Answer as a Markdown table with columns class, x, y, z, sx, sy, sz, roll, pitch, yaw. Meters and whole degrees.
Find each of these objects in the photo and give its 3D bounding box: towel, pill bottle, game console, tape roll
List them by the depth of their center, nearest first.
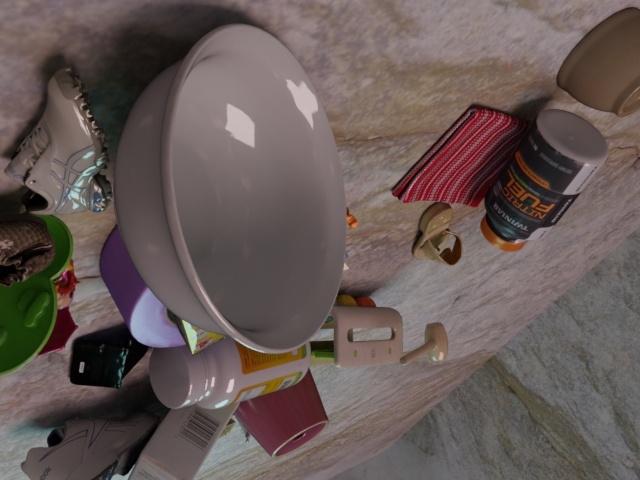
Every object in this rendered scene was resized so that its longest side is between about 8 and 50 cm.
| class | x | y | z | sx | sy | sz | roll | pitch | yaw |
| --- | --- | --- | --- | --- | --- | --- | --- | --- | --- |
| tape roll | -0.128 | 0.018 | 0.937 | 0.274 | 0.090 | 0.275 | -28 | 157 | -13 |
| game console | -0.297 | 0.154 | 1.075 | 0.107 | 0.071 | 0.122 | 8 | 141 | -16 |
| pill bottle | -0.143 | 0.189 | 1.191 | 0.245 | 0.136 | 0.136 | -6 | 144 | -49 |
| towel | 0.254 | -0.129 | 1.244 | 0.274 | 0.031 | 0.199 | 0 | 139 | -53 |
| pill bottle | 0.360 | -0.089 | 1.257 | 0.130 | 0.130 | 0.246 | -18 | 148 | -34 |

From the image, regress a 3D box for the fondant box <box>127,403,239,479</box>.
| class | x | y | z | sx | sy | sz | roll | pitch | yaw |
| --- | --- | --- | --- | --- | --- | --- | --- | --- | --- |
| fondant box | -0.253 | 0.377 | 1.328 | 0.330 | 0.096 | 0.238 | -57 | 180 | 44 |

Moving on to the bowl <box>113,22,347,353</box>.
| class | x | y | z | sx | sy | sz | roll | pitch | yaw |
| --- | --- | --- | --- | --- | --- | --- | --- | --- | --- |
| bowl | -0.097 | -0.041 | 0.703 | 0.134 | 0.298 | 0.298 | -6 | 170 | 27 |

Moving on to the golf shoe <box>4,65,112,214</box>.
| class | x | y | z | sx | sy | sz | roll | pitch | yaw |
| --- | --- | --- | --- | --- | --- | --- | --- | --- | --- |
| golf shoe | -0.231 | -0.073 | 0.652 | 0.086 | 0.069 | 0.176 | -18 | 151 | -22 |

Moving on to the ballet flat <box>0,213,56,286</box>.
| class | x | y | z | sx | sy | sz | roll | pitch | yaw |
| --- | --- | --- | --- | --- | --- | --- | --- | --- | --- |
| ballet flat | -0.355 | 0.021 | 0.643 | 0.249 | 0.058 | 0.084 | -5 | 151 | -34 |

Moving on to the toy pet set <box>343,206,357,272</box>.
| class | x | y | z | sx | sy | sz | roll | pitch | yaw |
| --- | --- | --- | --- | --- | --- | --- | --- | --- | --- |
| toy pet set | 0.000 | 0.000 | 1.144 | 0.122 | 0.065 | 0.114 | -37 | 122 | -1 |

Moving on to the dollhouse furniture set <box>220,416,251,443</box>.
| class | x | y | z | sx | sy | sz | roll | pitch | yaw |
| --- | --- | --- | --- | --- | --- | --- | --- | --- | --- |
| dollhouse furniture set | -0.176 | 0.427 | 1.682 | 0.091 | 0.081 | 0.114 | -17 | 152 | -36 |

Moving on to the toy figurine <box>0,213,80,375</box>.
| class | x | y | z | sx | sy | sz | roll | pitch | yaw |
| --- | --- | --- | --- | --- | --- | --- | --- | --- | --- |
| toy figurine | -0.306 | 0.063 | 0.799 | 0.173 | 0.130 | 0.159 | -57 | 174 | -9 |

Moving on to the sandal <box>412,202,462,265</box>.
| class | x | y | z | sx | sy | sz | roll | pitch | yaw |
| --- | --- | --- | --- | --- | --- | --- | --- | --- | --- |
| sandal | 0.232 | 0.013 | 1.426 | 0.088 | 0.079 | 0.240 | -31 | 157 | -7 |

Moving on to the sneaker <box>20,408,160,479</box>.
| class | x | y | z | sx | sy | sz | roll | pitch | yaw |
| --- | --- | --- | --- | --- | --- | --- | --- | --- | --- |
| sneaker | -0.358 | 0.326 | 1.210 | 0.111 | 0.129 | 0.297 | -59 | 172 | 9 |

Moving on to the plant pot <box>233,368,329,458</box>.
| class | x | y | z | sx | sy | sz | roll | pitch | yaw |
| --- | --- | --- | --- | --- | --- | --- | --- | --- | --- |
| plant pot | -0.083 | 0.311 | 1.455 | 0.201 | 0.180 | 0.201 | -28 | 157 | -13 |

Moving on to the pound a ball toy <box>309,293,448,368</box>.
| class | x | y | z | sx | sy | sz | roll | pitch | yaw |
| --- | --- | --- | --- | --- | --- | --- | --- | --- | --- |
| pound a ball toy | 0.092 | 0.169 | 1.429 | 0.208 | 0.136 | 0.319 | -5 | 173 | 31 |

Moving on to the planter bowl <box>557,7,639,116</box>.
| class | x | y | z | sx | sy | sz | roll | pitch | yaw |
| --- | --- | --- | --- | --- | --- | --- | --- | --- | --- |
| planter bowl | 0.471 | -0.263 | 1.172 | 0.162 | 0.109 | 0.162 | -29 | 157 | -14 |

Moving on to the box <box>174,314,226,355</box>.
| class | x | y | z | sx | sy | sz | roll | pitch | yaw |
| --- | --- | --- | --- | --- | --- | --- | --- | --- | --- |
| box | -0.121 | 0.073 | 0.886 | 0.105 | 0.043 | 0.179 | -27 | 154 | -17 |
